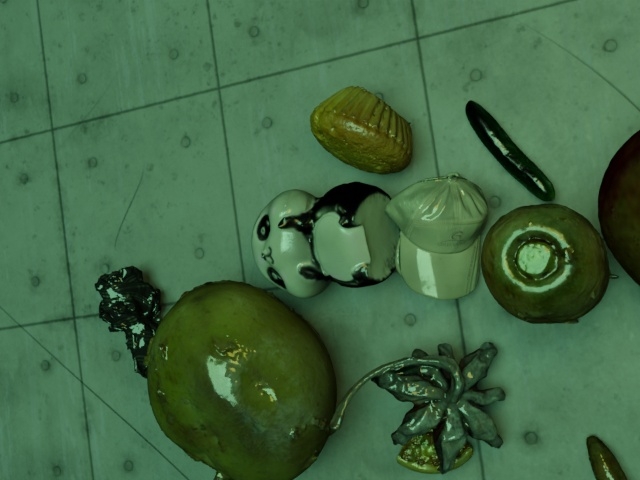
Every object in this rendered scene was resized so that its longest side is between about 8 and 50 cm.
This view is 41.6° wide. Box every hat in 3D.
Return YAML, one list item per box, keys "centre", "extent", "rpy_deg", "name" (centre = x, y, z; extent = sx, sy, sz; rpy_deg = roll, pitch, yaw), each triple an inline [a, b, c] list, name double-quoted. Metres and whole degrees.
- centre: [0.254, -0.001, 1.716]
  extent: [0.220, 0.164, 0.225]
  rpy_deg: [-2, 71, -12]
  name: "hat"

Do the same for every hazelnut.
- centre: [0.699, -0.053, 1.461]
  extent: [0.421, 0.421, 0.352]
  rpy_deg: [6, 108, 22]
  name: "hazelnut"

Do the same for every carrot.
- centre: [0.431, 0.048, 1.586]
  extent: [0.224, 0.341, 0.224]
  rpy_deg: [-2, 85, 24]
  name: "carrot"

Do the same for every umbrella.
- centre: [-0.442, 0.228, 2.028]
  extent: [0.128, 0.154, 0.336]
  rpy_deg: [-27, 75, 60]
  name: "umbrella"

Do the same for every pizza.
- centre: [0.235, 0.437, 1.809]
  extent: [0.175, 0.046, 0.134]
  rpy_deg: [-23, 81, 20]
  name: "pizza"

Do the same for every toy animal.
- centre: [0.000, 0.000, 1.824]
  extent: [0.310, 0.251, 0.250]
  rpy_deg: [-1, 88, 32]
  name: "toy animal"

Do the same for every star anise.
- centre: [0.241, 0.335, 1.709]
  extent: [0.316, 0.139, 0.359]
  rpy_deg: [41, 77, 4]
  name: "star anise"

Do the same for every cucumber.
- centre: [0.389, -0.186, 1.757]
  extent: [0.056, 0.056, 0.284]
  rpy_deg: [-42, 70, 16]
  name: "cucumber"

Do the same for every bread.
- centre: [0.093, -0.231, 1.784]
  extent: [0.240, 0.240, 0.139]
  rpy_deg: [25, 86, 20]
  name: "bread"

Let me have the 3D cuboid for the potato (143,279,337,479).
- centre: [-0.168, 0.318, 1.744]
  extent: [0.385, 0.319, 0.442]
  rpy_deg: [-42, 100, 2]
  name: "potato"

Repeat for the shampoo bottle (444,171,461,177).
- centre: [0.238, -0.089, 1.818]
  extent: [0.152, 0.045, 0.077]
  rpy_deg: [-20, 84, 18]
  name: "shampoo bottle"

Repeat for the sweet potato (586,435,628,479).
- centre: [0.599, 0.511, 1.650]
  extent: [0.075, 0.075, 0.273]
  rpy_deg: [-36, 76, 17]
  name: "sweet potato"
